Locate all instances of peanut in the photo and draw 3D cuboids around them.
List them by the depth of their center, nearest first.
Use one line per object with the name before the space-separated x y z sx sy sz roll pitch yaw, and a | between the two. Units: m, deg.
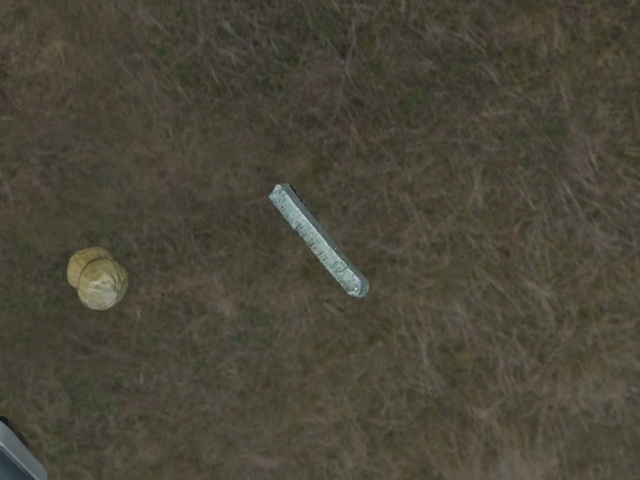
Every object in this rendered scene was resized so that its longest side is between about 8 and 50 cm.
peanut | -0.343 0.053 1.434 0.082 0.187 0.082 -8 107 -25

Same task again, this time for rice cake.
rice cake | 0.000 0.000 1.388 0.034 0.211 0.043 -44 165 17

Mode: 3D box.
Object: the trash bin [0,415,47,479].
trash bin | -0.380 0.335 0.781 0.296 0.368 0.256 -10 155 -10
